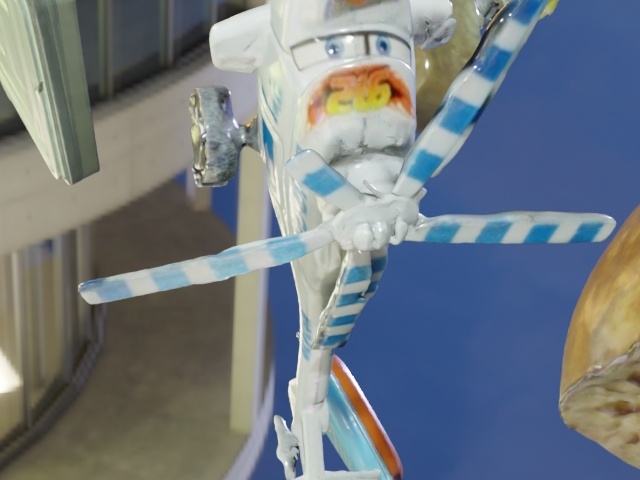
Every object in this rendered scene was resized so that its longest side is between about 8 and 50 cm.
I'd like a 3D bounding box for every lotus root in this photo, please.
[{"bbox_3d":[0.370,0.051,1.158,0.316,0.316,0.250,10,-131,10],"label":"lotus root"}]

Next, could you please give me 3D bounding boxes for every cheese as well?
[{"bbox_3d":[0.046,0.174,1.118,0.037,0.106,0.256,-30,-116,-8],"label":"cheese"}]

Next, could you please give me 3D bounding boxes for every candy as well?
[{"bbox_3d":[0.092,-0.220,1.456,0.104,0.102,0.234,6,-114,-35],"label":"candy"}]

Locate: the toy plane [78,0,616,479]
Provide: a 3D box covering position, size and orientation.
[{"bbox_3d":[0.011,-0.001,0.561,0.182,0.273,0.107,-19,-127,2],"label":"toy plane"}]

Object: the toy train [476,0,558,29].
[{"bbox_3d":[0.200,-0.347,1.608,0.177,0.134,0.261,27,-109,37],"label":"toy train"}]

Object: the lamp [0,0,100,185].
[{"bbox_3d":[-0.260,-0.210,1.218,0.047,0.266,0.269,-25,-118,-15],"label":"lamp"}]
